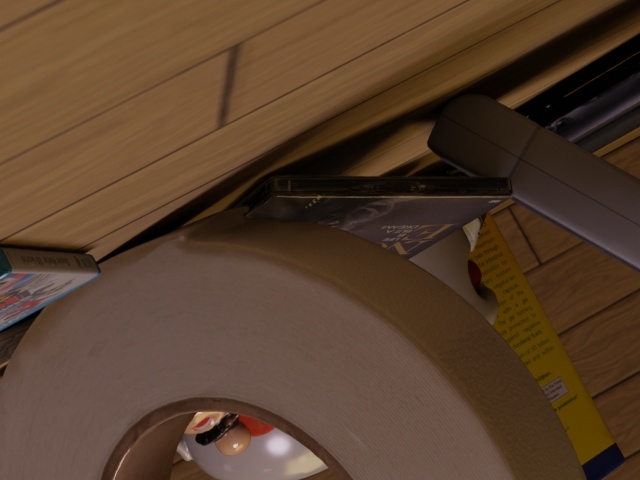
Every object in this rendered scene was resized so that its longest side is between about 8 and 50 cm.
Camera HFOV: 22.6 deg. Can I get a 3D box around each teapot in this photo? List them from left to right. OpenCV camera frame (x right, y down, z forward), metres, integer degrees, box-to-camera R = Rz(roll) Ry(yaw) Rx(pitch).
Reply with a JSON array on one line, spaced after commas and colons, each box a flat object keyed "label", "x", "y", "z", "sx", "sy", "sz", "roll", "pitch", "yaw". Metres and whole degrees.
[{"label": "teapot", "x": -0.067, "y": 0.155, "z": 1.871, "sx": 0.253, "sy": 0.187, "sz": 0.256, "roll": -1, "pitch": -153, "yaw": 26}]

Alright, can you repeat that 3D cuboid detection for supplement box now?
[{"label": "supplement box", "x": 0.127, "y": 0.145, "z": 1.727, "sx": 0.195, "sy": 0.356, "sz": 0.194, "roll": -25, "pitch": 174, "yaw": -38}]

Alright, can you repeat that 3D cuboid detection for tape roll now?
[{"label": "tape roll", "x": -0.027, "y": 0.178, "z": 0.920, "sx": 0.392, "sy": 0.392, "sz": 0.072, "roll": -31, "pitch": 176, "yaw": 34}]

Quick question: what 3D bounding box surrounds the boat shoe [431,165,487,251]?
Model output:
[{"label": "boat shoe", "x": 0.127, "y": -0.040, "z": 1.520, "sx": 0.070, "sy": 0.078, "sz": 0.219, "roll": -63, "pitch": 172, "yaw": -1}]

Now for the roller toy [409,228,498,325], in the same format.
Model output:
[{"label": "roller toy", "x": 0.042, "y": 0.040, "z": 1.351, "sx": 0.209, "sy": 0.146, "sz": 0.191, "roll": -32, "pitch": -172, "yaw": -40}]

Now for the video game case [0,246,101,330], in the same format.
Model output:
[{"label": "video game case", "x": -0.178, "y": 0.038, "z": 0.769, "sx": 0.119, "sy": 0.015, "sz": 0.166, "roll": -29, "pitch": 176, "yaw": 4}]

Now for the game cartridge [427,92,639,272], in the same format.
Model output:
[{"label": "game cartridge", "x": 0.212, "y": -0.009, "z": 1.077, "sx": 0.060, "sy": 0.294, "sz": 0.196, "roll": -61, "pitch": 173, "yaw": 8}]

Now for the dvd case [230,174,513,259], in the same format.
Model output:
[{"label": "dvd case", "x": 0.000, "y": 0.000, "z": 1.048, "sx": 0.165, "sy": 0.018, "sz": 0.221, "roll": -1, "pitch": 164, "yaw": -26}]

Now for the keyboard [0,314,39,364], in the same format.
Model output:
[{"label": "keyboard", "x": -0.203, "y": 0.069, "z": 0.996, "sx": 0.256, "sy": 0.014, "sz": 0.072, "roll": -26, "pitch": 175, "yaw": -33}]

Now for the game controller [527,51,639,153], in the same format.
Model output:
[{"label": "game controller", "x": 0.278, "y": -0.147, "z": 1.330, "sx": 0.319, "sy": 0.067, "sz": 0.166, "roll": -30, "pitch": -170, "yaw": 32}]

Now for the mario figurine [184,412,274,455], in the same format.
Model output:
[{"label": "mario figurine", "x": -0.138, "y": 0.167, "z": 1.487, "sx": 0.198, "sy": 0.170, "sz": 0.320, "roll": 13, "pitch": -164, "yaw": 38}]
